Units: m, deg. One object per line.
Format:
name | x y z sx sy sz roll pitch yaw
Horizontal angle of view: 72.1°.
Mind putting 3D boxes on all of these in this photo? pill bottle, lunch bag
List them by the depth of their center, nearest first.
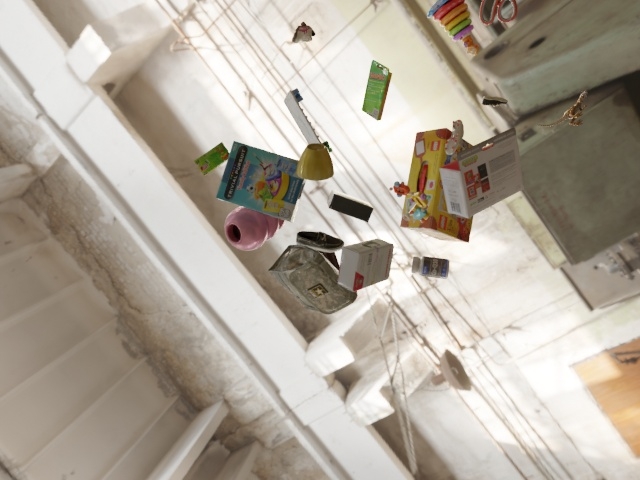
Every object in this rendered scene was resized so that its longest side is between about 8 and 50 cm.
lunch bag | -0.022 0.145 1.628 0.235 0.287 0.169 47 -114 -22
pill bottle | 0.418 0.101 1.677 0.078 0.137 0.078 7 -90 -78

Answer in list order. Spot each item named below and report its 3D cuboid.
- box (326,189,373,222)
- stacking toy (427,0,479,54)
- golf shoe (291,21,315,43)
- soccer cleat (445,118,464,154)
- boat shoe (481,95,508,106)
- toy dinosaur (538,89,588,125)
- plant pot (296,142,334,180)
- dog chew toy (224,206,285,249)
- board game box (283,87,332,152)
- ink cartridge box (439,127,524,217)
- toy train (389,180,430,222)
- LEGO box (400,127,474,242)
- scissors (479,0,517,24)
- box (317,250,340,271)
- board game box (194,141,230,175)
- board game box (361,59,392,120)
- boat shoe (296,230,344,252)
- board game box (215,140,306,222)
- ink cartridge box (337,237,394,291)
box | 0.181 -0.217 2.725 0.260 0.103 0.184 19 -164 -8
stacking toy | 0.659 -1.010 2.080 0.165 0.175 0.302 -36 -83 -32
golf shoe | -0.076 -0.957 2.044 0.085 0.067 0.186 29 -134 -6
soccer cleat | 0.646 -0.484 2.091 0.076 0.068 0.197 35 -113 -41
boat shoe | 0.863 -0.688 2.179 0.132 0.042 0.049 0 -141 -12
toy dinosaur | 1.021 -0.514 1.808 0.064 0.211 0.112 30 -150 -29
plant pot | -0.017 -0.276 1.505 0.134 0.134 0.095 -84 -3 -57
dog chew toy | -0.293 -0.080 2.080 0.331 0.206 0.207 -28 -97 -50
board game box | -0.074 -0.652 2.487 0.390 0.050 0.390 58 177 -13
ink cartridge box | 0.652 -0.283 1.784 0.130 0.309 0.272 30 142 62
toy train | 0.300 -0.131 1.436 0.046 0.125 0.166 -53 -42 -25
LEGO box | 0.634 -0.270 2.278 0.372 0.193 0.501 15 -96 -41
scissors | 0.544 -0.781 1.267 0.108 0.298 0.021 16 -141 16
box | -0.031 0.141 2.202 0.203 0.167 0.169 -14 -96 -44
board game box | -0.564 -0.431 2.321 0.092 0.181 0.043 56 -175 -9
board game box | 0.270 -0.722 2.117 0.039 0.260 0.124 -25 -128 -29
boat shoe | 0.000 0.000 1.949 0.219 0.070 0.078 4 -130 -2
board game box | -0.239 -0.245 1.847 0.335 0.254 0.079 17 180 6
ink cartridge box | 0.143 0.073 1.373 0.072 0.128 0.175 22 -156 40
